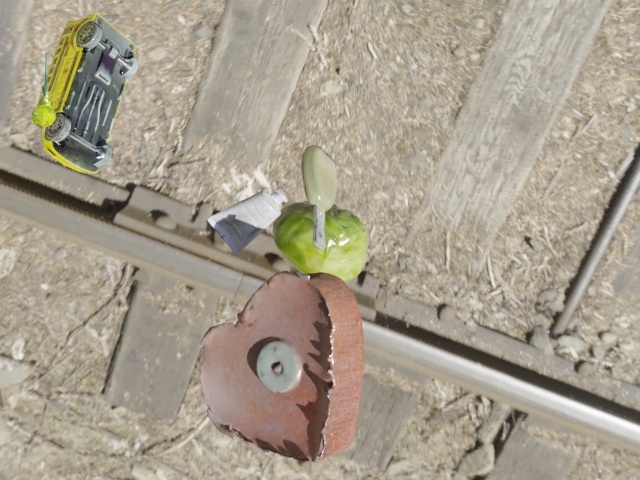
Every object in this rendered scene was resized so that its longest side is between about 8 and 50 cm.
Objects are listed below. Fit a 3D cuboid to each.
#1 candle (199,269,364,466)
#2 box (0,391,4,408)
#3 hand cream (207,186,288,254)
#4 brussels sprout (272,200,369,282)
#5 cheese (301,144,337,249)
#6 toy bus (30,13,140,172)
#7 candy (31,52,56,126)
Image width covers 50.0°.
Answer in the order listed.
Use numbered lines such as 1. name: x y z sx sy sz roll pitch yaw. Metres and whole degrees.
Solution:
1. candle: -0.038 0.213 1.101 0.317 0.131 0.287 -49 59 26
2. box: -0.445 0.107 0.694 0.086 0.215 0.215 -7 93 21
3. hand cream: -0.122 -0.046 1.237 0.142 0.053 0.084 -34 104 10
4. brussels sprout: 0.000 0.000 1.419 0.223 0.223 0.161 17 92 -4
5. cheese: -0.002 -0.073 1.217 0.038 0.192 0.097 -16 148 26
6. toy bus: -0.522 -0.314 1.491 0.152 0.144 0.329 3 72 30
7. candy: -0.455 -0.248 1.131 0.035 0.035 0.122 14 111 9
